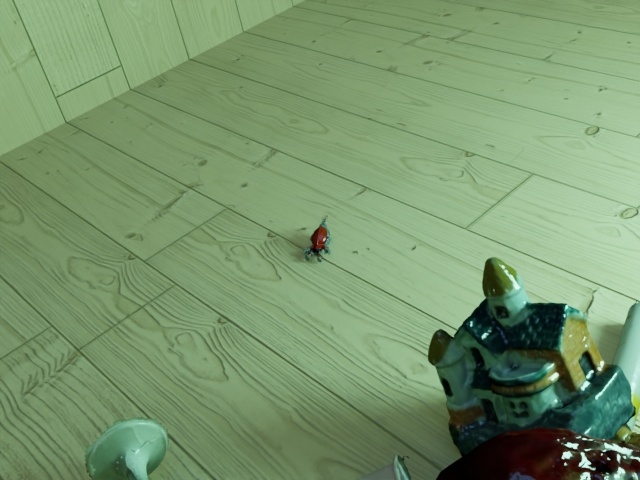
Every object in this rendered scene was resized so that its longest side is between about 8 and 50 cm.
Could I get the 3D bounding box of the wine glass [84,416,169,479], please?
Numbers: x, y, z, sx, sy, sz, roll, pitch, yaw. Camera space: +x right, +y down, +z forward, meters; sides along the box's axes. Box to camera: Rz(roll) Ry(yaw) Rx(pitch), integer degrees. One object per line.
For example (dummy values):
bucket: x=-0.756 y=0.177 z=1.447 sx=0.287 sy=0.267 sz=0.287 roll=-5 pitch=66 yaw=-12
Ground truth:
wine glass: x=-0.244 y=0.410 z=1.131 sx=0.143 sy=0.143 sz=0.321 roll=-25 pitch=39 yaw=-16

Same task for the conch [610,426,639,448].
conch: x=0.468 y=0.328 z=1.061 sx=0.086 sy=0.080 sz=0.232 roll=-3 pitch=29 yaw=-22

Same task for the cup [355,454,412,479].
cup: x=0.022 y=0.433 z=0.952 sx=0.274 sy=0.253 sz=0.253 roll=-21 pitch=36 yaw=4

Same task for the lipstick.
lipstick: x=0.503 y=0.205 z=1.237 sx=0.059 sy=0.059 sz=0.264 roll=11 pitch=43 yaw=29

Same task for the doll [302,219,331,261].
doll: x=0.001 y=0.001 z=1.679 sx=0.057 sy=0.039 sz=0.114 roll=-23 pitch=37 yaw=39

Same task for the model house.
model house: x=0.279 y=0.167 z=1.125 sx=0.184 sy=0.291 sz=0.253 roll=-30 pitch=13 yaw=-34

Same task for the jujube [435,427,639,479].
jujube: x=0.318 y=0.358 z=0.908 sx=0.377 sy=0.258 sz=0.258 roll=8 pitch=38 yaw=-2
